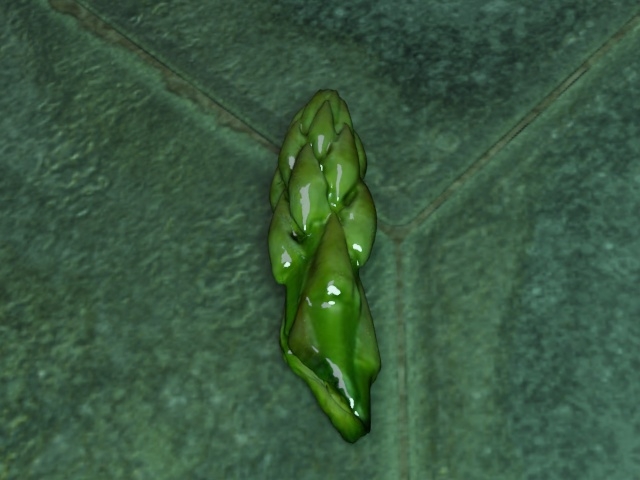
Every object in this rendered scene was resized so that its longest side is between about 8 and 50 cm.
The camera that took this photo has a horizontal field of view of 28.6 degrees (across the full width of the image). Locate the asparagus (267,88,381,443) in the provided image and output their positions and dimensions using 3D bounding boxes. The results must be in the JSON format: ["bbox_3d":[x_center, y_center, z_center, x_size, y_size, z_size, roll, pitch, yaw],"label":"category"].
[{"bbox_3d":[0.000,0.000,0.853,0.080,0.080,0.287,-4,54,9],"label":"asparagus"}]
